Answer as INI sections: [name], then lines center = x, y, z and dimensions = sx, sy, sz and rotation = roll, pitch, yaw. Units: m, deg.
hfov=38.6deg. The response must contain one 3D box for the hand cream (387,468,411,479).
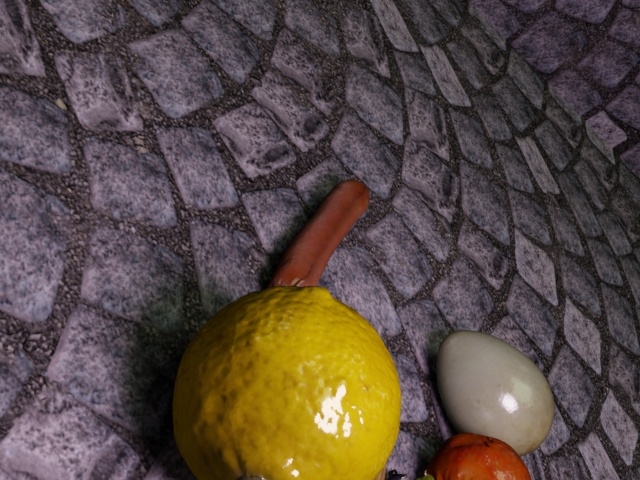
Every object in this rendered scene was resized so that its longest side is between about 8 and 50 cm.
[hand cream]
center = 0.180, 0.545, 1.703
dimensions = 0.075, 0.052, 0.248
rotation = -20, 85, -31

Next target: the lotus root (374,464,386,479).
[lotus root]
center = 0.046, 0.342, 1.615
dimensions = 0.146, 0.131, 0.303
rotation = 54, 29, -47

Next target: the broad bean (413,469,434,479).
[broad bean]
center = 0.140, 0.521, 1.625
dimensions = 0.256, 0.052, 0.052
rotation = -56, 132, -35

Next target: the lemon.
[lemon]
center = -0.054, 0.249, 1.384
dimensions = 0.350, 0.350, 0.387
rotation = 49, 32, -11

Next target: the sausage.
[sausage]
center = 0.000, 0.000, 1.844
dimensions = 0.419, 0.094, 0.094
rotation = -57, 136, -51

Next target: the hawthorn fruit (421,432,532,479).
[hawthorn fruit]
center = 0.322, 0.482, 1.786
dimensions = 0.299, 0.211, 0.211
rotation = 18, 50, -55

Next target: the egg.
[egg]
center = 0.360, 0.317, 1.929
dimensions = 0.218, 0.218, 0.295
rotation = -18, 68, -53
